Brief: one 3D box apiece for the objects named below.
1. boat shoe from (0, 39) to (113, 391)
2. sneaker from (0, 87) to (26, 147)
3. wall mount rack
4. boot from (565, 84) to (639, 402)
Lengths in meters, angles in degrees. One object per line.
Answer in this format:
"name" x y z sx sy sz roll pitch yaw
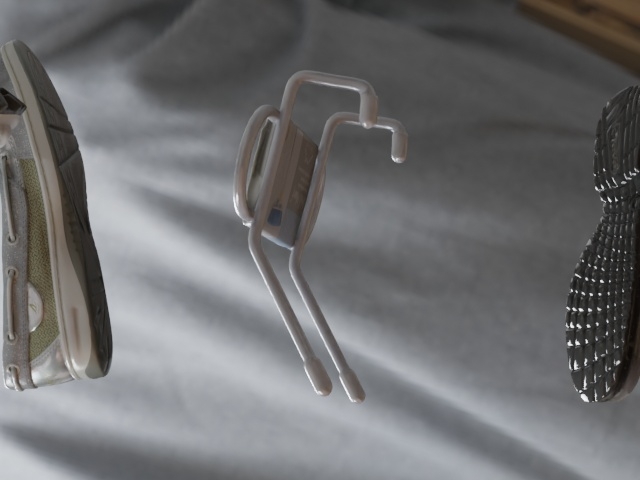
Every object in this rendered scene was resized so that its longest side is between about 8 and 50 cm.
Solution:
"boat shoe" -0.269 -0.024 1.600 0.118 0.103 0.320 -12 -90 -87
"sneaker" -0.205 -0.035 0.749 0.108 0.100 0.271 -64 19 -14
"wall mount rack" 0.000 0.000 1.756 0.350 0.130 0.304 33 -111 -76
"boot" 0.385 0.019 1.789 0.118 0.223 0.338 -5 71 65
